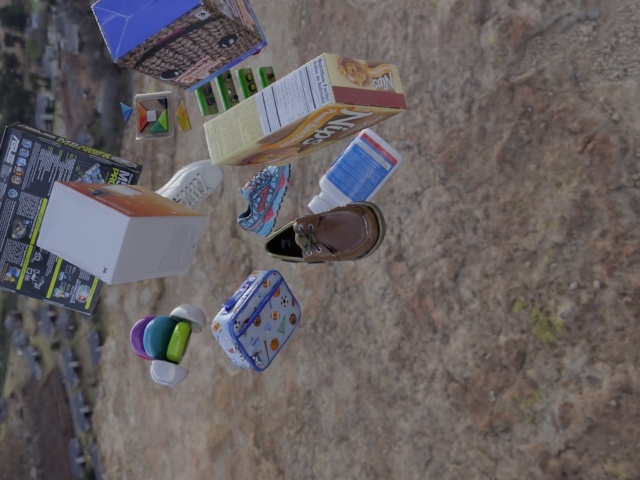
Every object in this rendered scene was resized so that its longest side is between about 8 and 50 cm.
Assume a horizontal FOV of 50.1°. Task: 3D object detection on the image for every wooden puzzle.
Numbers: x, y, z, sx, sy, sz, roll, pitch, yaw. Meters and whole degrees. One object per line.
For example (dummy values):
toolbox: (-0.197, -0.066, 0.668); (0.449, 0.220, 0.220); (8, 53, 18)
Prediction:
wooden puzzle: (-0.249, -0.188, 1.029); (0.116, 0.014, 0.079); (-9, 86, 21)

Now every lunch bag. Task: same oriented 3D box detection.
lunch bag: (-0.198, 0.247, 2.139); (0.115, 0.303, 0.243); (-1, 128, 36)

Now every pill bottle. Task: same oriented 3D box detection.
pill bottle: (0.074, -0.136, 1.547); (0.221, 0.124, 0.124); (-50, 47, 7)

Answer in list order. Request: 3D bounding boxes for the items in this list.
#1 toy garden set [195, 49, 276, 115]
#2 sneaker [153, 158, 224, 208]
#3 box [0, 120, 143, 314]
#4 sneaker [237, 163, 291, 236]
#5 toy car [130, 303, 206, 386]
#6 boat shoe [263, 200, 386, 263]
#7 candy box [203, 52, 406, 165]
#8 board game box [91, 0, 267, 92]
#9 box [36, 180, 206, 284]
toy garden set: (-0.213, -0.432, 1.739); (0.049, 0.244, 0.204); (-16, 90, 52)
sneaker: (-0.344, -0.095, 1.712); (0.123, 0.290, 0.106); (32, 152, 45)
box: (-0.443, -0.033, 1.140); (0.060, 0.216, 0.270); (-120, 51, -70)
sneaker: (-0.163, -0.142, 1.931); (0.104, 0.125, 0.262); (-130, 57, -70)
toy car: (-0.320, 0.206, 1.398); (0.182, 0.136, 0.159); (135, 154, -68)
boat shoe: (0.000, 0.000, 1.314); (0.307, 0.104, 0.111); (-19, 85, 55)
candy box: (-0.033, -0.213, 1.182); (0.316, 0.183, 0.088); (-19, 82, 43)
board game box: (-0.294, -0.463, 1.480); (0.232, 0.291, 0.141); (-27, 80, 20)
box: (-0.260, -0.014, 0.916); (0.130, 0.170, 0.091); (24, 101, 20)
